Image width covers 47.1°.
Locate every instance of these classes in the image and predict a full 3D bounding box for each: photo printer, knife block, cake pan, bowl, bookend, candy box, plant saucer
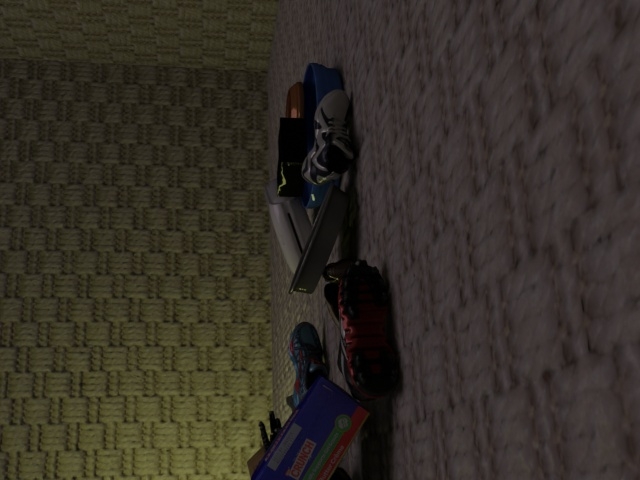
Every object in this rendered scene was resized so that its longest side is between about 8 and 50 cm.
[{"bbox_3d":[-0.084,-0.041,2.219,0.307,0.107,0.256,-117,8,-73],"label":"photo printer"},{"bbox_3d":[-0.056,0.540,1.861,0.242,0.276,0.088,-45,33,13],"label":"knife block"},{"bbox_3d":[0.000,0.000,1.753,0.293,0.054,0.293,-159,90,-87],"label":"cake pan"},{"bbox_3d":[-0.001,-0.280,1.996,0.391,0.077,0.391,-179,90,-82],"label":"bowl"},{"bbox_3d":[-0.080,-0.226,2.014,0.157,0.072,0.156,103,166,-56],"label":"bookend"},{"bbox_3d":[-0.028,0.407,1.449,0.268,0.122,0.317,-56,-6,-8],"label":"candy box"},{"bbox_3d":[-0.076,-0.356,2.116,0.200,0.037,0.200,-179,90,-81],"label":"plant saucer"}]

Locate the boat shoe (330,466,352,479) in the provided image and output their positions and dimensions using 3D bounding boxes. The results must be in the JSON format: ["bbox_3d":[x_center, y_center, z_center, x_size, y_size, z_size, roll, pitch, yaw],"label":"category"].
[{"bbox_3d":[0.028,0.558,1.635,0.324,0.123,0.116,-170,86,-71],"label":"boat shoe"}]

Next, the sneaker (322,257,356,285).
[{"bbox_3d":[0.036,0.071,1.729,0.188,0.071,0.066,138,132,-78],"label":"sneaker"}]

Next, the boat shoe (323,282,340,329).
[{"bbox_3d":[0.037,0.161,1.771,0.135,0.050,0.045,-107,17,-46],"label":"boat shoe"}]

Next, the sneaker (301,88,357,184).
[{"bbox_3d":[0.043,-0.241,1.703,0.153,0.094,0.235,10,76,60],"label":"sneaker"}]

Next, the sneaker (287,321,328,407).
[{"bbox_3d":[-0.016,0.349,2.058,0.125,0.104,0.262,-39,53,56],"label":"sneaker"}]

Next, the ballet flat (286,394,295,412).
[{"bbox_3d":[-0.065,0.543,2.418,0.068,0.072,0.213,-61,13,4],"label":"ballet flat"}]

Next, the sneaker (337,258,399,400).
[{"bbox_3d":[0.077,0.174,1.366,0.135,0.098,0.276,109,159,-57],"label":"sneaker"}]
